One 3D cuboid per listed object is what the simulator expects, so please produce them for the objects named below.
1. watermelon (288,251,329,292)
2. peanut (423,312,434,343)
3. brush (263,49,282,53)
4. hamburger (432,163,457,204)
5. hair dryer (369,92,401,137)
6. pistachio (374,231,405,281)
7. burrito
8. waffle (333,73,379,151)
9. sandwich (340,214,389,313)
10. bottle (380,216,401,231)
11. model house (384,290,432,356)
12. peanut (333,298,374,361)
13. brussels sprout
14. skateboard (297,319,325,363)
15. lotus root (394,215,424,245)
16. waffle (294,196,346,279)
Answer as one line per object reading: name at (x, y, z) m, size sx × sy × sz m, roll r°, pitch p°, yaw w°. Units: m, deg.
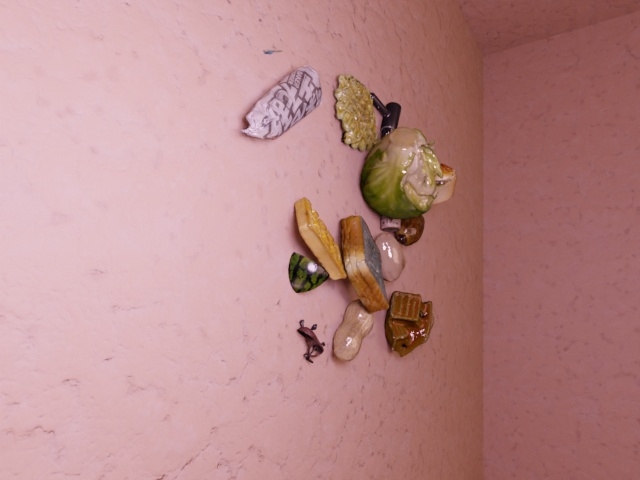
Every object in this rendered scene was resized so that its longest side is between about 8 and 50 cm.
watermelon at (-0.049, 0.093, 1.335) m, size 0.135 × 0.125 × 0.094 m, roll 62°, pitch 9°, yaw -3°
peanut at (0.527, 0.436, 2.094) m, size 0.098 × 0.090 × 0.214 m, roll 44°, pitch 45°, yaw -6°
brush at (-0.148, -0.593, 1.283) m, size 0.083 × 0.016 × 0.013 m, roll -35°, pitch 128°, yaw -50°
hamburger at (0.500, -0.278, 1.939) m, size 0.300 × 0.300 × 0.176 m, roll -34°, pitch 121°, yaw -50°
hair dryer at (0.266, -0.578, 1.837) m, size 0.248 × 0.077 × 0.196 m, roll 34°, pitch 61°, yaw -38°
pistachio at (0.287, 0.073, 1.751) m, size 0.144 × 0.143 × 0.215 m, roll -21°, pitch 96°, yaw -53°
burrito at (-0.113, -0.406, 1.248) m, size 0.446 × 0.101 × 0.139 m, roll -57°, pitch 136°, yaw -42°
waffle at (0.157, -0.514, 1.657) m, size 0.317 × 0.073 × 0.298 m, roll -11°, pitch 96°, yaw -55°
sandwich at (0.160, 0.071, 1.507) m, size 0.301 × 0.099 × 0.271 m, roll -89°, pitch 158°, yaw -48°
bottle at (0.319, -0.121, 1.841) m, size 0.099 × 0.098 × 0.152 m, roll 22°, pitch 66°, yaw -52°
model house at (0.370, 0.357, 1.804) m, size 0.239 × 0.173 × 0.268 m, roll 43°, pitch 51°, yaw -45°
peanut at (0.125, 0.334, 1.509) m, size 0.124 × 0.123 × 0.257 m, roll 58°, pitch 44°, yaw -34°
brussels sprout at (0.311, -0.266, 1.660) m, size 0.276 × 0.314 × 0.371 m, roll -42°, pitch 136°, yaw -35°
skateboard at (-0.033, 0.337, 1.341) m, size 0.080 × 0.067 × 0.151 m, roll -51°, pitch 131°, yaw -32°
lotus root at (0.419, -0.058, 1.946) m, size 0.145 × 0.128 × 0.260 m, roll 59°, pitch 37°, yaw -14°
waffle at (0.000, 0.000, 1.348) m, size 0.274 × 0.057 × 0.168 m, roll 56°, pitch 14°, yaw -37°
